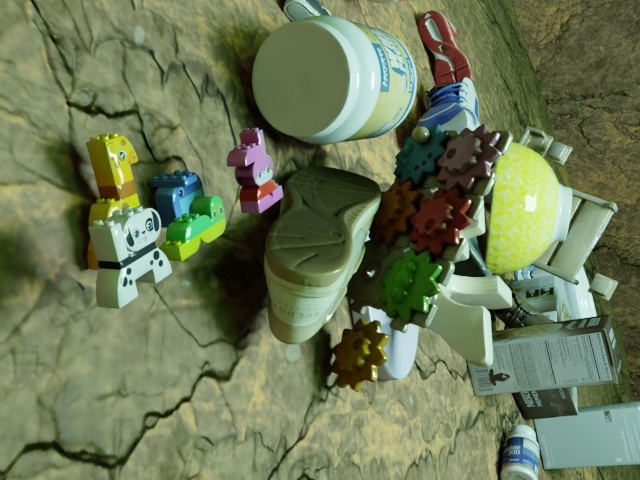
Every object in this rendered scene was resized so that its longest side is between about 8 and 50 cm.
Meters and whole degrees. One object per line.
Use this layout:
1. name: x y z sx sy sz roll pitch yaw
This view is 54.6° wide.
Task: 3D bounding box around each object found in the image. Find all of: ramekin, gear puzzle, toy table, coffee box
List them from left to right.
1. gear puzzle: 0.085 0.011 0.722 0.044 0.175 0.339 29 83 -33
2. toy table: 0.146 0.046 0.846 0.252 0.161 0.274 23 59 -56
3. coffee box: 0.512 0.242 1.437 0.168 0.119 0.297 61 32 -26
4. coffee box: 0.410 0.212 1.142 0.141 0.247 0.098 -10 86 -61
5. ramekin: 0.679 0.188 1.740 0.277 0.135 0.277 33 50 -50

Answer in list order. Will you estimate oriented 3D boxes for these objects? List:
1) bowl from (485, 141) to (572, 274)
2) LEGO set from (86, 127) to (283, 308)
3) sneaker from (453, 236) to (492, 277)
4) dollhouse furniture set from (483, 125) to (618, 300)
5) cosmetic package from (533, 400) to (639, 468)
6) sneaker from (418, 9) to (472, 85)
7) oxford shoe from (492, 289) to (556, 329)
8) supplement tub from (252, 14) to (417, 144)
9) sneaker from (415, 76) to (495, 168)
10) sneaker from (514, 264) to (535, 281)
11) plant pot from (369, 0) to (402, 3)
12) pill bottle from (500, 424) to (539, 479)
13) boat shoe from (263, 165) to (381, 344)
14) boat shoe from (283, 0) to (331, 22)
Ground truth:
1. bowl: 0.441 -0.062 1.312 0.289 0.156 0.289 7 90 -75
2. LEGO set: -0.124 -0.043 0.483 0.227 0.087 0.093 -44 131 -58
3. sneaker: 0.269 0.009 1.151 0.227 0.087 0.130 61 38 -15
4. dollhouse furniture set: 0.593 -0.060 1.462 0.174 0.355 0.303 24 95 -53
5. cosmetic package: 0.628 0.450 1.430 0.107 0.238 0.127 11 65 -61
6. sneaker: 0.301 -0.415 1.403 0.128 0.087 0.221 -40 113 -57
7. oxford shoe: 0.418 0.168 1.273 0.096 0.083 0.227 37 2 -39
8. supplement tub: 0.022 -0.191 0.749 0.200 0.144 0.144 -24 99 -61
9. sneaker: 0.243 -0.233 1.198 0.315 0.127 0.182 11 64 -66
10. sneaker: 0.548 0.126 1.617 0.052 0.058 0.135 -3 81 -61
11. plant pot: 0.137 -0.527 1.012 0.275 0.275 0.243 58 43 -29
12. pill bottle: 0.384 0.415 1.189 0.067 0.067 0.120 63 31 -21
13. boat shoe: 0.000 0.000 0.687 0.302 0.109 0.098 -69 171 -62
14. boat shoe: -0.005 -0.304 0.861 0.125 0.046 0.038 29 58 -43
